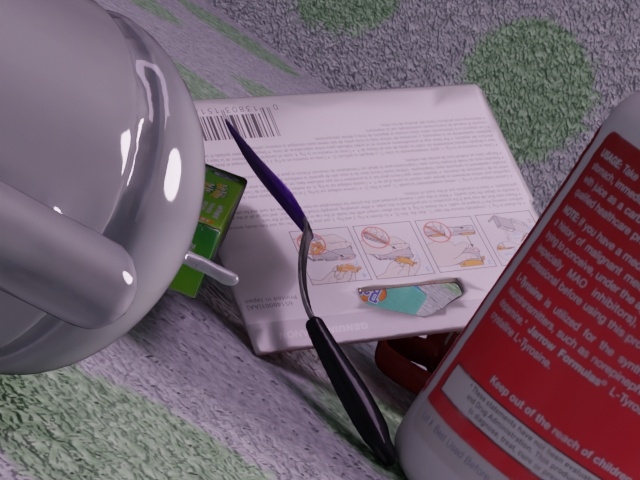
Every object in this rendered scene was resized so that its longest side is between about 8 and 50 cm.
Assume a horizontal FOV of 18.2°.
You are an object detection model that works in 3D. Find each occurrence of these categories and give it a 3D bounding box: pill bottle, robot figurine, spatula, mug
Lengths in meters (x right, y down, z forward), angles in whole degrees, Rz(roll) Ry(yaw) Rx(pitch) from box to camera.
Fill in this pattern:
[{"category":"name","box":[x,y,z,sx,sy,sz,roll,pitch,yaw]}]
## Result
[{"category":"pill bottle","box":[0.249,0.044,1.393,0.229,0.407,0.229,32,9,-6]},{"category":"robot figurine","box":[-0.199,-0.053,0.978,0.353,0.200,0.300,26,13,-41]},{"category":"spatula","box":[-0.004,0.038,1.453,0.084,0.030,0.296,63,5,-61]},{"category":"mug","box":[0.129,0.123,1.640,0.169,0.150,0.113,-94,166,-74]}]

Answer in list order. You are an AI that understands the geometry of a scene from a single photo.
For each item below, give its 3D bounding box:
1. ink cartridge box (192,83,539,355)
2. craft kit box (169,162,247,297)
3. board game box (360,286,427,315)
[{"category":"ink cartridge box","box":[0.035,-0.009,1.605,0.296,0.066,0.261,-5,52,-23]},{"category":"craft kit box","box":[-0.179,-0.050,1.389,0.247,0.061,0.250,19,9,-1]},{"category":"board game box","box":[0.000,0.000,1.938,0.160,0.047,0.210,30,9,-23]}]
